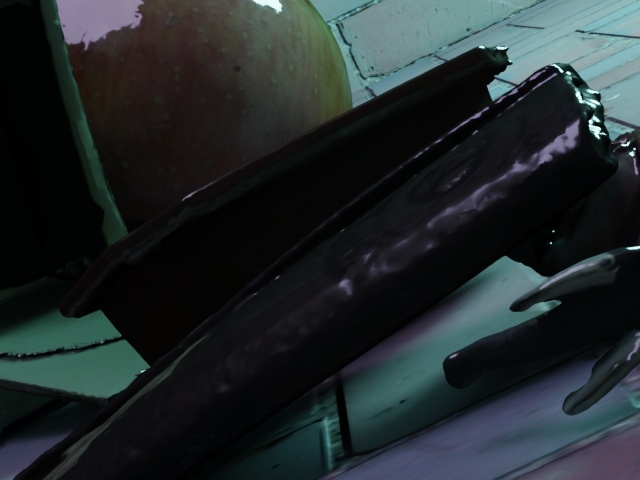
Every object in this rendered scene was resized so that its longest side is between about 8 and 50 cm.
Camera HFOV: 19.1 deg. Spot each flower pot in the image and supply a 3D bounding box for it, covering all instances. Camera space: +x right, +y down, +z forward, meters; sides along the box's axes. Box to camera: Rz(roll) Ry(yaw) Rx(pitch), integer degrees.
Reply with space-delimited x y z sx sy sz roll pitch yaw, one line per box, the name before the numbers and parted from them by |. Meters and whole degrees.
flower pot | 0.000 0.000 0.983 0.251 0.084 0.179 -28 -6 -25

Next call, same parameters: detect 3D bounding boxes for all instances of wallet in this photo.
wallet | -0.016 0.034 0.799 0.321 0.044 0.170 -36 7 12

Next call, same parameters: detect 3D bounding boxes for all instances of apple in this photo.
apple | -0.117 -0.107 1.440 0.306 0.235 0.305 3 -14 1

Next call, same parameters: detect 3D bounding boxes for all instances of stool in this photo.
stool | -0.173 -0.052 1.153 0.170 0.243 0.270 -28 20 -35

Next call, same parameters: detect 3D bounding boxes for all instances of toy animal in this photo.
toy animal | 0.169 -0.017 0.613 0.270 0.082 0.137 -30 4 -7

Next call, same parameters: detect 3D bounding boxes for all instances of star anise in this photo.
star anise | 0.155 -0.027 0.802 0.195 0.065 0.182 -34 5 -22

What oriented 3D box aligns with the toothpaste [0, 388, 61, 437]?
toothpaste | -0.149 0.066 1.249 0.268 0.047 0.069 -30 7 -35
